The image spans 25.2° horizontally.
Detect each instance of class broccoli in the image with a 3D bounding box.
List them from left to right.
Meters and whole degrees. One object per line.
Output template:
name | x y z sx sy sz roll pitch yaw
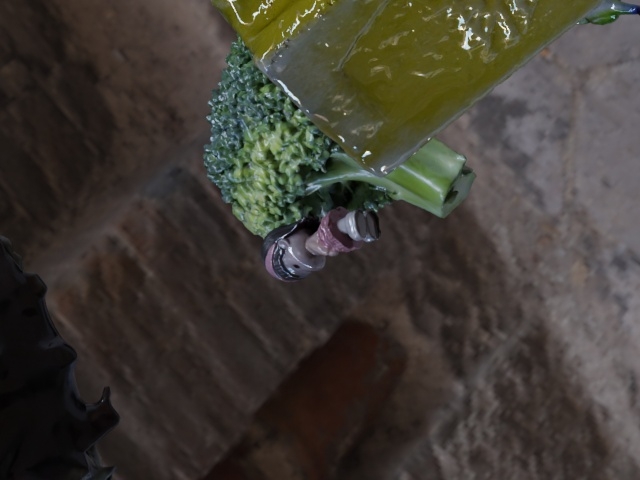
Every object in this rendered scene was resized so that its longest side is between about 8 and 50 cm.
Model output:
broccoli | 0.008 -0.095 1.646 0.302 0.249 0.375 54 -174 22

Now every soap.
soap | 0.102 -0.199 1.021 0.199 0.315 0.091 41 -165 -48

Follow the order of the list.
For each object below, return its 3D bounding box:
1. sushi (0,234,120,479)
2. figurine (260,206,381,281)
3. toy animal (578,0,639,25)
sushi | -0.299 0.130 0.868 0.281 0.294 0.299 3 121 62
figurine | 0.000 0.000 1.380 0.129 0.072 0.054 -26 71 34
toy animal | 0.313 -0.288 1.788 0.217 0.075 0.041 6 90 54
